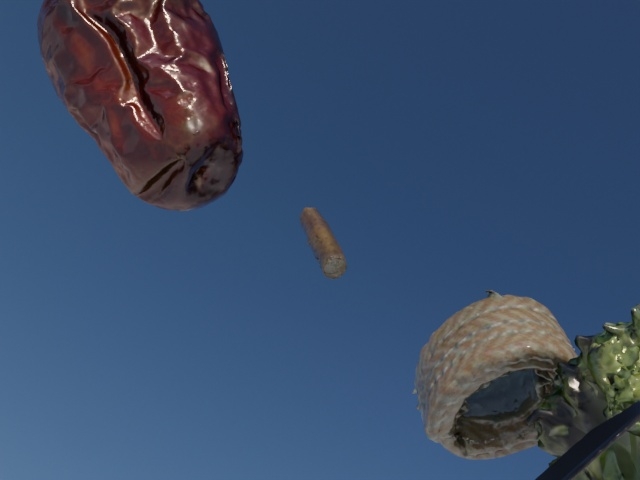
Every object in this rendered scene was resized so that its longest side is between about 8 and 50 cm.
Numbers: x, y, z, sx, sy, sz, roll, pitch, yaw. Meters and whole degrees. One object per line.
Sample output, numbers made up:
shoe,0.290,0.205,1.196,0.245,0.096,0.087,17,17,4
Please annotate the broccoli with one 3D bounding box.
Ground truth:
broccoli,0.399,0.267,0.792,0.348,0.281,0.293,31,-55,20

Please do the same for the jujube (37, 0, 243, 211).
jujube,-0.218,-0.192,0.882,0.342,0.216,0.216,58,-41,20

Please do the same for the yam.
yam,0.000,0.000,1.264,0.056,0.241,0.057,-4,-66,-9

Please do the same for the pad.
pad,0.042,0.183,0.356,0.005,0.300,0.202,49,-4,22

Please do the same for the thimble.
thimble,0.255,0.197,1.033,0.196,0.148,0.229,34,-67,-22
